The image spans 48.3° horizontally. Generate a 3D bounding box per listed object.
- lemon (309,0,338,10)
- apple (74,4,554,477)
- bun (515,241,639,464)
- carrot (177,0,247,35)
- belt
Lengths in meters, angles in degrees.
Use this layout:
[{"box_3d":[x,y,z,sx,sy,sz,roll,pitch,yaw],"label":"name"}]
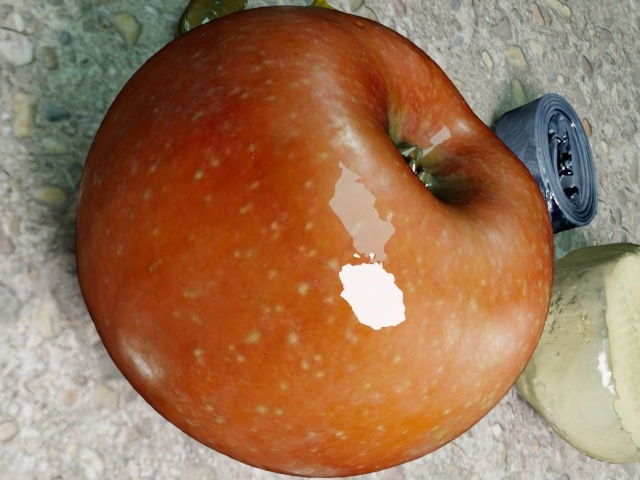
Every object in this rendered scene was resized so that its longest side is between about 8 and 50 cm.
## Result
[{"box_3d":[0.003,-0.217,0.761,0.065,0.065,0.092,-9,90,-40],"label":"lemon"},{"box_3d":[0.000,0.000,0.526,0.349,0.277,0.348,24,45,-26],"label":"apple"},{"box_3d":[0.318,0.131,0.833,0.259,0.152,0.259,7,80,-45],"label":"bun"},{"box_3d":[-0.079,-0.275,0.736,0.049,0.049,0.254,40,50,-21],"label":"carrot"},{"box_3d":[0.294,-0.094,0.935,0.141,0.082,0.190,15,65,-37],"label":"belt"}]
